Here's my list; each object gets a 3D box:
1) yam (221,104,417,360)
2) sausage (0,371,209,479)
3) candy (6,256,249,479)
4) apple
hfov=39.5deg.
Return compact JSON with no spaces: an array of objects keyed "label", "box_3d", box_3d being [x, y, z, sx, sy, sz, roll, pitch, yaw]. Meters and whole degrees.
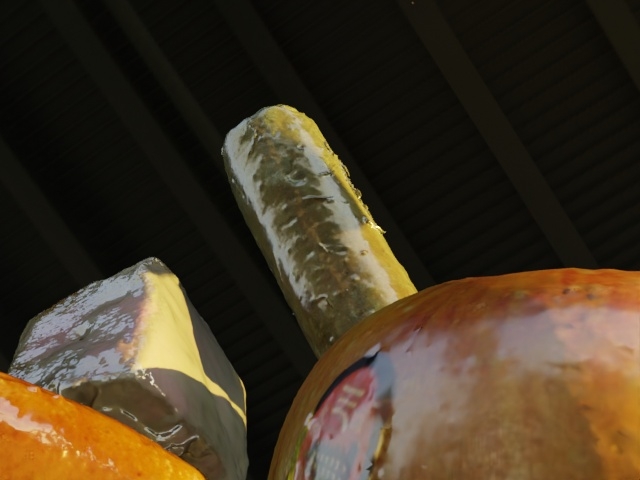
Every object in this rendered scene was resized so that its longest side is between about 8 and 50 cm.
[{"label":"yam","box_3d":[0.000,0.000,0.756,0.106,0.259,0.106,-17,-37,-14]},{"label":"sausage","box_3d":[-0.177,0.092,0.361,0.302,0.076,0.102,19,-86,-21]},{"label":"candy","box_3d":[-0.140,0.135,0.679,0.137,0.195,0.184,-23,-65,6]},{"label":"apple","box_3d":[0.158,0.194,0.528,0.401,0.400,0.333,0,-103,6]}]
